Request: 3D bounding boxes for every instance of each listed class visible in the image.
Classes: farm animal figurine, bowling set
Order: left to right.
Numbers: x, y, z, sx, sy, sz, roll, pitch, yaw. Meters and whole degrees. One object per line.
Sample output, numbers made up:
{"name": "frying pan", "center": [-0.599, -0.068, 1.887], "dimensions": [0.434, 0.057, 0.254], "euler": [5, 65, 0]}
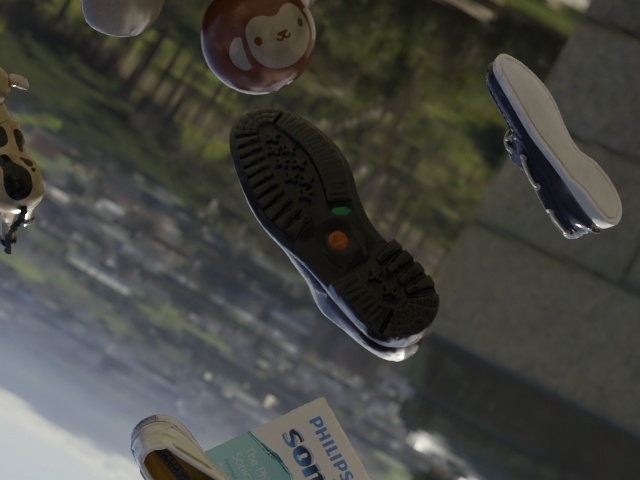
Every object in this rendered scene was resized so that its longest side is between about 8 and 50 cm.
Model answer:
{"name": "farm animal figurine", "center": [-0.429, -0.171, 1.912], "dimensions": [0.330, 0.326, 0.172], "euler": [16, 147, -1]}
{"name": "bowling set", "center": [-0.043, -0.181, 0.844], "dimensions": [0.200, 0.287, 0.154], "euler": [45, 136, 34]}

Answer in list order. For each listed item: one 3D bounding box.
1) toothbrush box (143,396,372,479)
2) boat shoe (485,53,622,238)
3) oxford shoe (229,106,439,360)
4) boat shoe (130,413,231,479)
{"name": "toothbrush box", "center": [-0.080, 0.287, 1.363], "dimensions": [0.216, 0.295, 0.126], "euler": [59, 160, 18]}
{"name": "boat shoe", "center": [0.132, -0.054, 1.059], "dimensions": [0.038, 0.046, 0.125], "euler": [-27, 110, 37]}
{"name": "oxford shoe", "center": [0.000, 0.000, 1.319], "dimensions": [0.227, 0.083, 0.096], "euler": [57, 164, 21]}
{"name": "boat shoe", "center": [-0.045, 0.119, 0.773], "dimensions": [0.100, 0.035, 0.035], "euler": [52, -174, -19]}
